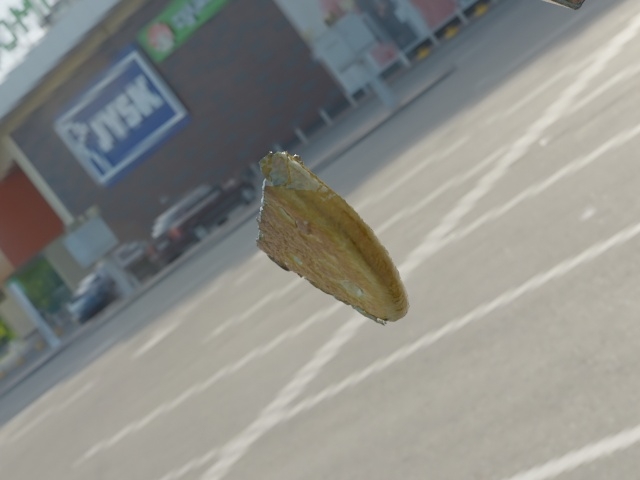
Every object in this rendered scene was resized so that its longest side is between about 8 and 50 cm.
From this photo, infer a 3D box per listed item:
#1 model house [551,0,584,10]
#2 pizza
[{"bbox_3d":[0.250,-0.371,1.517,0.326,0.169,0.244,-31,43,60],"label":"model house"},{"bbox_3d":[0.000,0.000,1.095,0.041,0.178,0.131,-54,20,-22],"label":"pizza"}]
